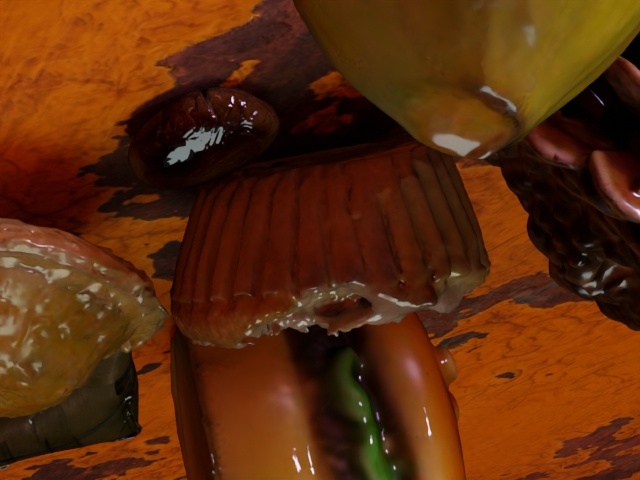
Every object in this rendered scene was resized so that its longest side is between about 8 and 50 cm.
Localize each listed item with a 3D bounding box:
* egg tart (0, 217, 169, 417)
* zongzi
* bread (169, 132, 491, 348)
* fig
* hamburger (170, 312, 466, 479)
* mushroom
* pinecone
[{"bbox_3d":[-0.280,0.070,1.433,0.319,0.128,0.319,4,163,1],"label":"egg tart"},{"bbox_3d":[-0.304,0.138,1.713,0.260,0.123,0.289,-13,161,-7],"label":"zongzi"},{"bbox_3d":[0.000,0.000,1.458,0.274,0.149,0.274,-13,-173,2],"label":"bread"},{"bbox_3d":[0.086,-0.171,0.912,0.239,0.271,0.239,0,160,0],"label":"fig"},{"bbox_3d":[0.010,0.227,1.793,0.277,0.395,0.396,-10,161,-10],"label":"hamburger"},{"bbox_3d":[-0.090,-0.076,1.382,0.123,0.052,0.123,-18,165,-5],"label":"mushroom"},{"bbox_3d":[0.303,-0.095,1.247,0.384,0.384,0.384,-13,161,-5],"label":"pinecone"}]
